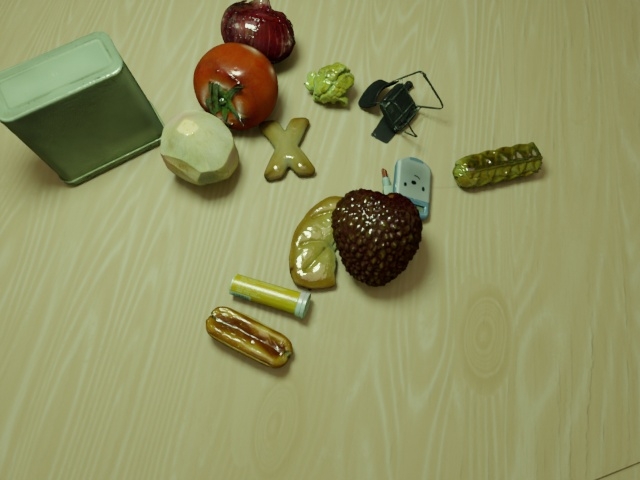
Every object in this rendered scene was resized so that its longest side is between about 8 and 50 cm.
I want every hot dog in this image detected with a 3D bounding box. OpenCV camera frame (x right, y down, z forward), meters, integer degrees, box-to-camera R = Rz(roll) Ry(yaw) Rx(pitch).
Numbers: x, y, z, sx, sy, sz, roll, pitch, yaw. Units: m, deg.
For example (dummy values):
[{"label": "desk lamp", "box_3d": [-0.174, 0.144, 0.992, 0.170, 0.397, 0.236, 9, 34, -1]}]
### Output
[{"label": "hot dog", "box_3d": [-0.191, 0.258, 1.199, 0.249, 0.068, 0.100, 27, 60, 7]}]

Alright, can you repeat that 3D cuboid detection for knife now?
[{"label": "knife", "box_3d": [0.253, -0.420, 1.470, 0.072, 0.019, 0.245, 30, 76, 8]}]

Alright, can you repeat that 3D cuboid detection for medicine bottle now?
[{"label": "medicine bottle", "box_3d": [-0.139, 0.150, 1.236, 0.217, 0.074, 0.074, 16, 71, 7]}]

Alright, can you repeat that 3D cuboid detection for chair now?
[{"label": "chair", "box_3d": [0.241, -0.426, 1.414, 0.140, 0.145, 0.221, -48, 32, -10]}]

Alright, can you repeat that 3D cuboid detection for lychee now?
[{"label": "lychee", "box_3d": [0.149, -0.004, 1.212, 0.271, 0.271, 0.272, 0, 70, 0]}]

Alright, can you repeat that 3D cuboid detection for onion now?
[{"label": "onion", "box_3d": [-0.197, -0.687, 1.452, 0.251, 0.219, 0.252, 16, 30, -9]}]

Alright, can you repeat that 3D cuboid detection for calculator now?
[{"label": "calculator", "box_3d": [0.273, -0.151, 1.344, 0.120, 0.039, 0.211, 14, 70, -15]}]

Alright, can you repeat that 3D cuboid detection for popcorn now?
[{"label": "popcorn", "box_3d": [0.037, -0.506, 1.439, 0.162, 0.135, 0.141, 43, 83, 12]}]

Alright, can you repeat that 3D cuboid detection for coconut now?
[{"label": "coconut", "box_3d": [-0.348, -0.269, 1.305, 0.236, 0.237, 0.197, 34, 72, 11]}]

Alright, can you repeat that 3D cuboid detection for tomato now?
[{"label": "tomato", "box_3d": [-0.252, -0.466, 1.368, 0.255, 0.256, 0.225, 24, 58, 9]}]

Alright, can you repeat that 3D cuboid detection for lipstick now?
[{"label": "lipstick", "box_3d": [0.202, -0.163, 1.368, 0.030, 0.030, 0.129, -7, 71, -2]}]

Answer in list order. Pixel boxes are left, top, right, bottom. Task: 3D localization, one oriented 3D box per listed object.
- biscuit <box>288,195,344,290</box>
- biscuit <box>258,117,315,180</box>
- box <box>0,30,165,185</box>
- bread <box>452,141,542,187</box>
[{"label": "biscuit", "box_3d": [-0.004, -0.002, 1.305, 0.154, 0.045, 0.300, 13, 70, 5]}, {"label": "biscuit", "box_3d": [-0.105, -0.291, 1.407, 0.164, 0.047, 0.208, -7, 70, -3]}, {"label": "box", "box_3d": [-0.664, -0.360, 1.276, 0.351, 0.344, 0.178, -29, 75, -10]}, {"label": "bread", "box_3d": [0.530, -0.225, 1.361, 0.269, 0.098, 0.087, -13, 29, -4]}]
